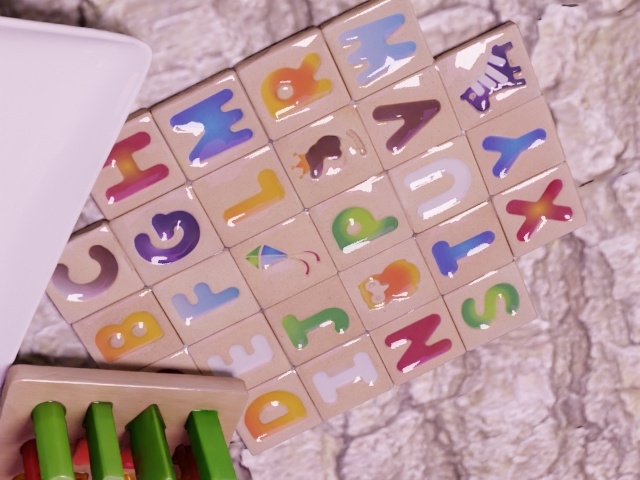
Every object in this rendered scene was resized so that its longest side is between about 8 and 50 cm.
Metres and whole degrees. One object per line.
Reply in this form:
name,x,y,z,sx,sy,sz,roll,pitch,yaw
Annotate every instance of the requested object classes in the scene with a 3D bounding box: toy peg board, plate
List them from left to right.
plate,-0.262,-0.021,0.810,0.278,0.045,0.277,5,124,-43
toy peg board,-0.139,0.171,0.973,0.161,0.079,0.161,6,127,-23

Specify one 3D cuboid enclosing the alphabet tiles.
alphabet tiles,0.000,0.000,0.963,0.342,0.011,0.285,-26,126,1
